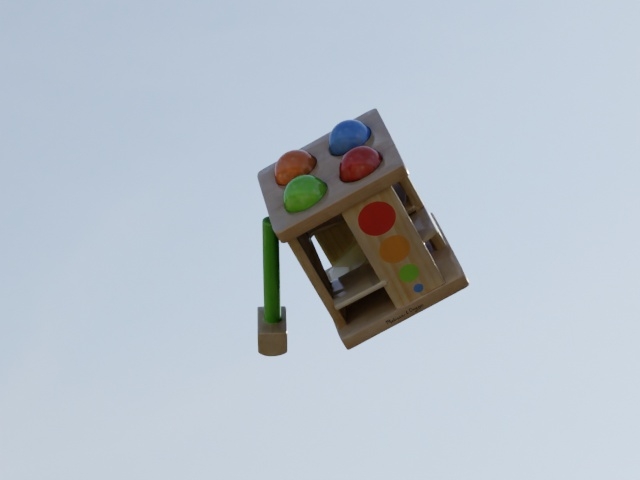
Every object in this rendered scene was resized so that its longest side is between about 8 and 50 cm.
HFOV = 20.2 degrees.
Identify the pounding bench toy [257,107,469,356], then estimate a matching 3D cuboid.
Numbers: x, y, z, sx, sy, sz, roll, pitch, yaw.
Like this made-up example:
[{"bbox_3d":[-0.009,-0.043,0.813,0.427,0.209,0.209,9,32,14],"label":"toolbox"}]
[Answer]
[{"bbox_3d":[0.000,0.000,0.666,0.083,0.052,0.065,-29,-61,5],"label":"pounding bench toy"}]
